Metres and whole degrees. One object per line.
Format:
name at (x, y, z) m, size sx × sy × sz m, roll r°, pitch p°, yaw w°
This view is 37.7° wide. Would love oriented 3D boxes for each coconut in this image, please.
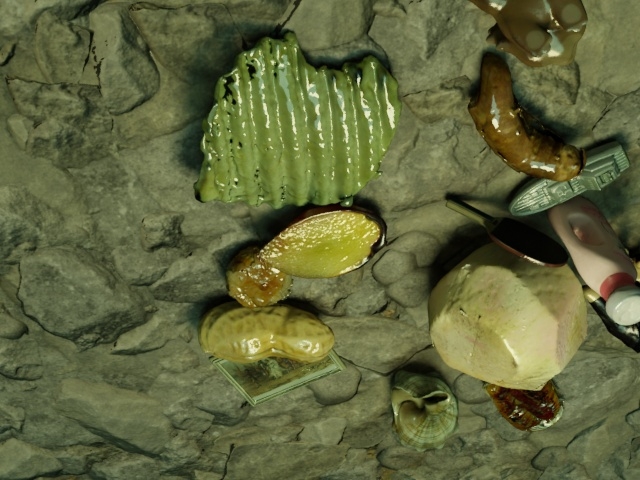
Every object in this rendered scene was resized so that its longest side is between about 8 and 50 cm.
coconut at (0.404, 0.159, 2.011) m, size 0.352 × 0.353 × 0.353 m, roll -3°, pitch 130°, yaw -4°

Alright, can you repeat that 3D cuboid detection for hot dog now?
hot dog at (0.515, 0.397, 2.360) m, size 0.162 × 0.082 × 0.270 m, roll -26°, pitch 129°, yaw 18°

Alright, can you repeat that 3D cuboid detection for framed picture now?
framed picture at (-0.101, 0.298, 2.252) m, size 0.274 × 0.017 × 0.217 m, roll -25°, pitch 128°, yaw 15°

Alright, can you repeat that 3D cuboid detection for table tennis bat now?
table tennis bat at (0.382, -0.020, 1.926) m, size 0.274 × 0.154 × 0.021 m, roll 29°, pitch 118°, yaw 15°

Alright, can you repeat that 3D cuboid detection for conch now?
conch at (0.259, 0.392, 2.273) m, size 0.203 × 0.169 × 0.386 m, roll 35°, pitch 145°, yaw 10°

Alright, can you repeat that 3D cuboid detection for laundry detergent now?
laundry detergent at (0.562, 0.034, 1.886) m, size 0.159 × 0.335 × 0.088 m, roll 19°, pitch 121°, yaw -20°

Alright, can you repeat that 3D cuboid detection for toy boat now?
toy boat at (0.506, -0.116, 1.919) m, size 0.260 × 0.085 × 0.078 m, roll -27°, pitch 129°, yaw 16°

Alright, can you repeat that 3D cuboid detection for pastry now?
pastry at (-0.132, 0.078, 2.020) m, size 0.153 × 0.081 × 0.153 m, roll 2°, pitch 127°, yaw 2°

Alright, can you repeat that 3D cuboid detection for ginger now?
ginger at (0.383, -0.214, 1.813) m, size 0.309 × 0.107 × 0.133 m, roll 37°, pitch 132°, yaw -26°

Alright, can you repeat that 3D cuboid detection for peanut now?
peanut at (-0.121, 0.208, 2.087) m, size 0.305 × 0.147 × 0.147 m, roll 1°, pitch 130°, yaw -7°

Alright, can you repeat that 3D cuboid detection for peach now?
peach at (0.001, -0.002, 1.965) m, size 0.279 × 0.068 × 0.189 m, roll -6°, pitch 127°, yaw -9°

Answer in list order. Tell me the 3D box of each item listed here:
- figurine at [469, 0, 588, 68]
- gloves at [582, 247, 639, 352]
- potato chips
figurine at (0.350, -0.407, 1.614) m, size 0.247 × 0.173 × 0.177 m, roll 33°, pitch 102°, yaw 0°
gloves at (0.689, 0.117, 2.096) m, size 0.197 × 0.152 × 0.301 m, roll -33°, pitch 123°, yaw -4°
potato chips at (-0.053, -0.194, 1.788) m, size 0.373 × 0.097 × 0.389 m, roll 8°, pitch 128°, yaw -20°
